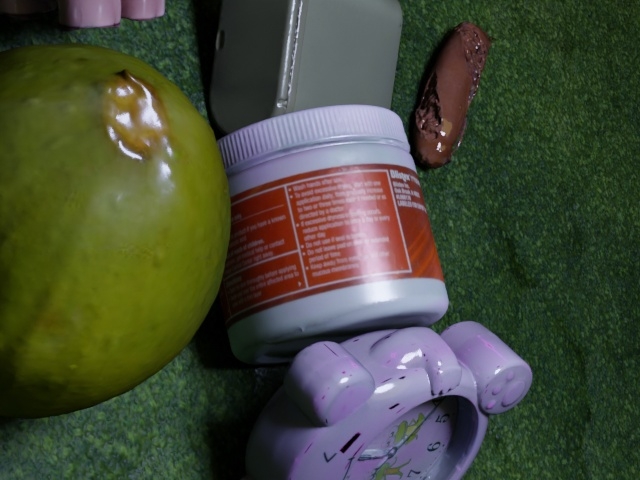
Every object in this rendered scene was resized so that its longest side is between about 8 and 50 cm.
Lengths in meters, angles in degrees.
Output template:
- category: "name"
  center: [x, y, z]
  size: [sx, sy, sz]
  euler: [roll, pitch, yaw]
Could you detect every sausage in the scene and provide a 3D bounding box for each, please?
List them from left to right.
- category: "sausage"
  center: [0.202, -0.236, 1.948]
  size: [0.327, 0.079, 0.087]
  euler: [-67, 149, -43]

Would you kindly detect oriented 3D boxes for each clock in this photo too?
- category: "clock"
  center: [0.062, 0.226, 1.414]
  size: [0.322, 0.295, 0.113]
  euler: [4, 29, -45]

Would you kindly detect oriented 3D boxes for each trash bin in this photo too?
- category: "trash bin"
  center: [-0.011, -0.232, 1.620]
  size: [0.247, 0.121, 0.243]
  euler: [5, 95, -52]

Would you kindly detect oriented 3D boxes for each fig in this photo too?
- category: "fig"
  center: [-0.229, -0.015, 1.113]
  size: [0.343, 0.343, 0.343]
  euler: [25, 54, -41]

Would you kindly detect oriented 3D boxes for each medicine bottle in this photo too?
- category: "medicine bottle"
  center: [0.000, 0.000, 1.448]
  size: [0.252, 0.252, 0.241]
  euler: [1, 72, -50]

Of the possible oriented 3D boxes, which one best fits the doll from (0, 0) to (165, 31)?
- category: "doll"
  center: [-0.271, -0.369, 1.320]
  size: [0.284, 0.216, 0.268]
  euler: [-25, 123, -48]
